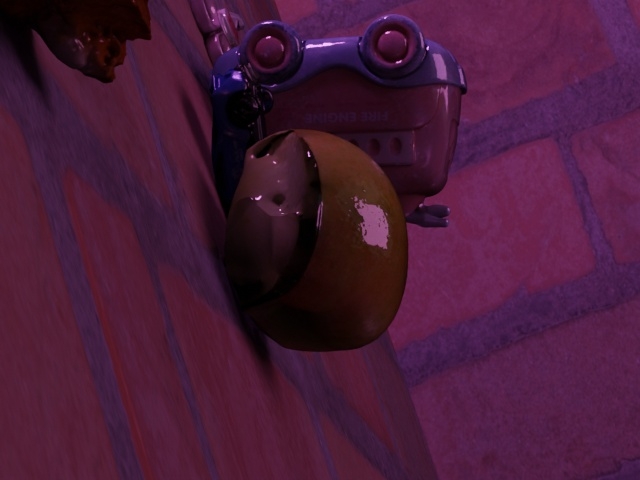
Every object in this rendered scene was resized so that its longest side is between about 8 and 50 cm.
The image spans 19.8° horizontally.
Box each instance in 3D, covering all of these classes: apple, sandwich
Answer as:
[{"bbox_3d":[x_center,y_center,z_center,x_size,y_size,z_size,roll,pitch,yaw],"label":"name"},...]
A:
[{"bbox_3d":[0.000,0.000,1.747,0.207,0.174,0.188,84,15,-58],"label":"apple"},{"bbox_3d":[-0.171,-0.220,1.149,0.292,0.109,0.212,57,14,-72],"label":"sandwich"}]

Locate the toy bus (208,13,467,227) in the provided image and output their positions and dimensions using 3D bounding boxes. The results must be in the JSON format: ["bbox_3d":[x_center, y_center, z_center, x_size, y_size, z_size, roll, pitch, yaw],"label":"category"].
[{"bbox_3d":[0.022,-0.125,2.085,0.197,0.294,0.232,36,52,-84],"label":"toy bus"}]

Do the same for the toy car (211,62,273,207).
[{"bbox_3d":[-0.078,-0.074,1.882,0.103,0.063,0.216,-61,146,-78],"label":"toy car"}]

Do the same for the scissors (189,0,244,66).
[{"bbox_3d":[-0.126,-0.270,2.339,0.242,0.030,0.118,-62,132,-78],"label":"scissors"}]
